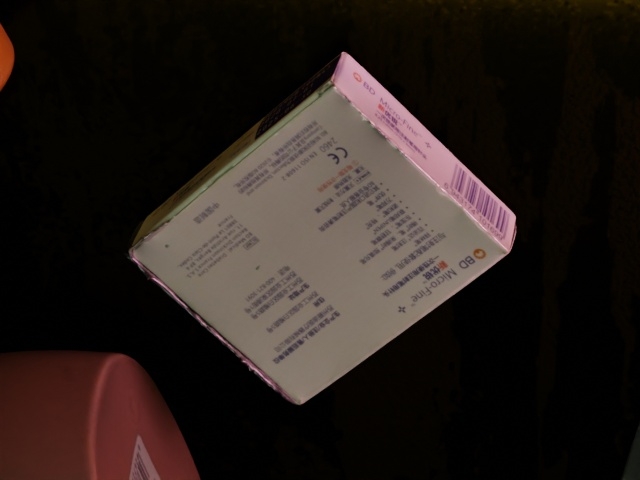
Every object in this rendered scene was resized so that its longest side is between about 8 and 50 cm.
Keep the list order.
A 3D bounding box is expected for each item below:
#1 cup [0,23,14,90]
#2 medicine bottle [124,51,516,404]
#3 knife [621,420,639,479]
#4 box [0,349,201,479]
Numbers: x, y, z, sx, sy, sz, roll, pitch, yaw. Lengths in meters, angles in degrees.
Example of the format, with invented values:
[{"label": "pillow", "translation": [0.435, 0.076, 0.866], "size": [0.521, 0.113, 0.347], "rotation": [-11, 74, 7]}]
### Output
[{"label": "cup", "translation": [-0.276, -0.191, 1.117], "size": [0.226, 0.182, 0.264], "rotation": [-36, 123, -11]}, {"label": "medicine bottle", "translation": [0.000, 0.000, 1.250], "size": [0.171, 0.052, 0.201], "rotation": [42, 120, -16]}, {"label": "knife", "translation": [0.247, 0.156, 1.329], "size": [0.072, 0.019, 0.245], "rotation": [15, 122, 5]}, {"label": "box", "translation": [-0.203, 0.214, 1.306], "size": [0.216, 0.301, 0.301], "rotation": [-17, 119, 12]}]
